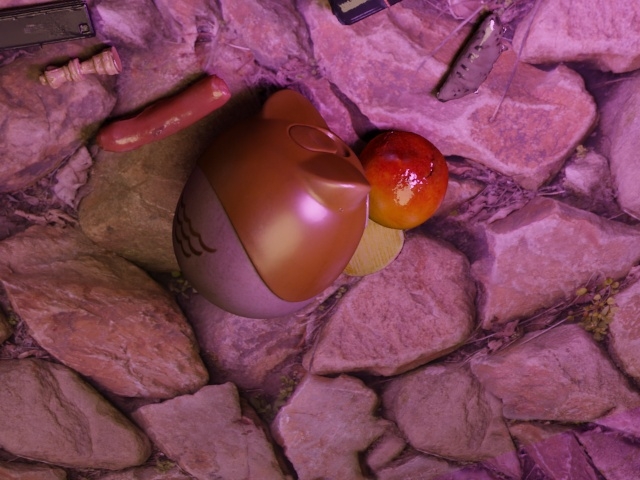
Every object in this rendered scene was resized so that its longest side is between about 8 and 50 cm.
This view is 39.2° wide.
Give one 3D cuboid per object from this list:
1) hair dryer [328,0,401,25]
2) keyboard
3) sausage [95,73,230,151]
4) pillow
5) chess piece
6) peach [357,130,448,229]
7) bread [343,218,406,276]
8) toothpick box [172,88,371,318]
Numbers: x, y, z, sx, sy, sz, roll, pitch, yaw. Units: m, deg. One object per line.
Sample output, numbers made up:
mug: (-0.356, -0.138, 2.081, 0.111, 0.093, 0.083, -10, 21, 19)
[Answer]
hair dryer: (0.048, -0.592, 1.720, 0.189, 0.107, 0.352, -23, 126, 15)
keyboard: (-0.572, -0.428, 1.803, 0.230, 0.025, 0.094, -9, 134, -2)
sausage: (-0.342, -0.269, 1.969, 0.326, 0.079, 0.087, -23, 145, 14)
pillow: (0.347, -0.392, 1.991, 0.093, 0.051, 0.241, 17, 129, -19)
chess piece: (-0.503, -0.356, 1.868, 0.171, 0.060, 0.060, -14, 136, 4)
peach: (0.186, -0.142, 2.106, 0.230, 0.231, 0.231, -5, 136, -5)
bread: (0.115, 0.009, 2.359, 0.228, 0.034, 0.229, -10, 138, -9)
toothpick box: (-0.094, -0.070, 1.987, 0.408, 0.409, 0.425, 18, 124, -26)
